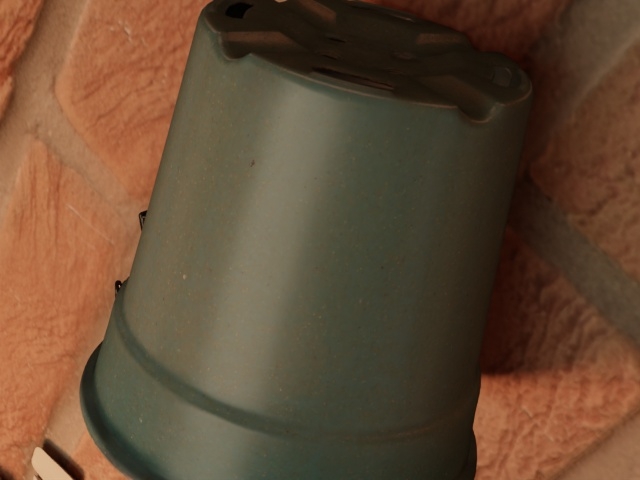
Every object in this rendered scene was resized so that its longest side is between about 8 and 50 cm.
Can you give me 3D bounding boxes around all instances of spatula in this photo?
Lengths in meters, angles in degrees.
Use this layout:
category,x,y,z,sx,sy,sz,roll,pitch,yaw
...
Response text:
category,x,y,z,sx,sy,sz,roll,pitch,yaw
spatula,-0.314,0.400,1.560,0.242,0.019,0.168,39,130,19

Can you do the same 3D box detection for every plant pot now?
category,x,y,z,sx,sy,sz,roll,pitch,yaw
plant pot,0.000,0.000,0.910,0.341,0.341,0.334,27,118,28

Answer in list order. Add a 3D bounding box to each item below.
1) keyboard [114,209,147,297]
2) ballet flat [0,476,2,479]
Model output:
category,x,y,z,sx,sy,sz,roll,pitch,yaw
keyboard,-0.149,0.115,1.275,0.201,0.033,0.317,5,113,31
ballet flat,-0.533,0.405,1.715,0.248,0.086,0.086,-37,86,42
